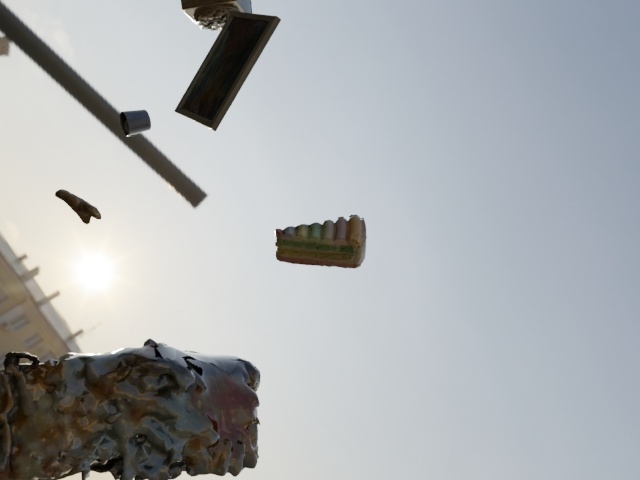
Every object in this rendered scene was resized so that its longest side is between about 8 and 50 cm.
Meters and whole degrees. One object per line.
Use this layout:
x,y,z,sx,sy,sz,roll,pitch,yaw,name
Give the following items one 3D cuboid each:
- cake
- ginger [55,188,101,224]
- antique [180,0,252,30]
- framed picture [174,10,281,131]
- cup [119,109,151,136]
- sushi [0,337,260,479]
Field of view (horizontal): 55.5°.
0.003,0.016,1.444,0.109,0.225,0.090,86,-5,-49,cake
-0.428,-0.060,1.090,0.097,0.030,0.048,28,-39,8,ginger
-0.259,-0.610,1.515,0.146,0.152,0.148,-7,-92,10,antique
-0.192,-0.346,1.220,0.016,0.250,0.184,31,1,-42,framed picture
-0.600,-0.376,1.971,0.078,0.077,0.100,59,-35,19,cup
-0.286,0.234,0.767,0.417,0.417,0.176,-28,-112,55,sushi
